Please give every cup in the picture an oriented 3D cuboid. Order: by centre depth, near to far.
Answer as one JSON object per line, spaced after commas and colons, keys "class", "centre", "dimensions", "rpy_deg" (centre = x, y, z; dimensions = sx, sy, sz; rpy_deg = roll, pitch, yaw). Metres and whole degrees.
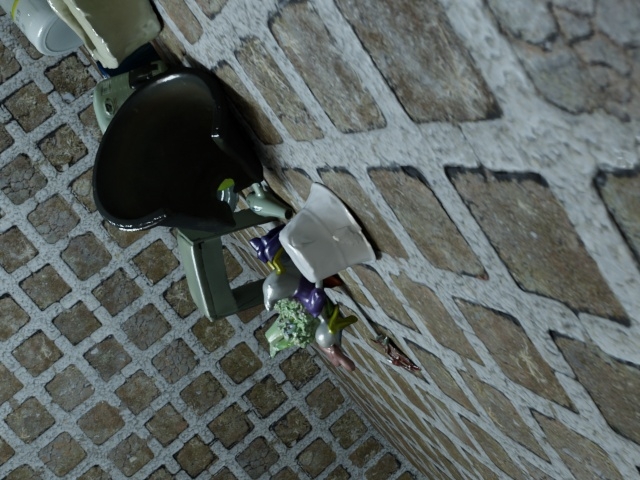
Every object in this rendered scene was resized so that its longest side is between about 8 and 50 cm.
{"class": "cup", "centre": [-0.510, -0.472, 1.809], "dimensions": [0.150, 0.138, 0.113], "rpy_deg": [47, 168, 21]}
{"class": "cup", "centre": [-0.077, 0.082, 2.104], "dimensions": [0.104, 0.074, 0.116], "rpy_deg": [16, 147, 29]}

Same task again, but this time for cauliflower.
{"class": "cauliflower", "centre": [-0.091, 0.266, 2.212], "dimensions": [0.239, 0.315, 0.256], "rpy_deg": [36, -164, -36]}

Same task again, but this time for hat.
{"class": "hat", "centre": [0.000, 0.000, 1.320], "dimensions": [0.203, 0.126, 0.203], "rpy_deg": [52, 172, 10]}

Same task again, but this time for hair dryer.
{"class": "hair dryer", "centre": [-0.133, -0.131, 1.695], "dimensions": [0.167, 0.067, 0.199], "rpy_deg": [32, 146, 34]}

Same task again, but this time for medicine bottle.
{"class": "medicine bottle", "centre": [-0.693, -0.633, 1.755], "dimensions": [0.232, 0.238, 0.238], "rpy_deg": [51, 169, 0]}

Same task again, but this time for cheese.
{"class": "cheese", "centre": [-0.498, -0.531, 1.514], "dimensions": [0.292, 0.153, 0.332], "rpy_deg": [54, 169, -17]}

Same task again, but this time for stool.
{"class": "stool", "centre": [-0.248, 0.062, 1.987], "dimensions": [0.170, 0.269, 0.244], "rpy_deg": [29, 134, 61]}

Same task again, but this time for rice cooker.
{"class": "rice cooker", "centre": [-0.420, -0.322, 1.696], "dimensions": [0.226, 0.244, 0.226], "rpy_deg": [-15, -90, -85]}

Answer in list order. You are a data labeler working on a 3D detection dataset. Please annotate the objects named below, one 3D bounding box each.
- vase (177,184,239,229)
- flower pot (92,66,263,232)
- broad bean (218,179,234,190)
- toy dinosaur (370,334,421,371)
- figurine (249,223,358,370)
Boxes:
{"class": "vase", "centre": [-0.418, -0.193, 2.212], "dimensions": [0.291, 0.245, 0.245], "rpy_deg": [52, 174, 49]}
{"class": "flower pot", "centre": [-0.293, -0.166, 1.532], "dimensions": [0.379, 0.379, 0.251], "rpy_deg": [43, -172, 38]}
{"class": "broad bean", "centre": [-0.315, -0.163, 1.986], "dimensions": [0.325, 0.067, 0.075], "rpy_deg": [-29, 71, 51]}
{"class": "toy dinosaur", "centre": [0.187, 0.290, 1.779], "dimensions": [0.220, 0.032, 0.108], "rpy_deg": [29, 153, 59]}
{"class": "figurine", "centre": [-0.035, 0.151, 1.801], "dimensions": [0.421, 0.193, 0.154], "rpy_deg": [48, 167, -8]}
